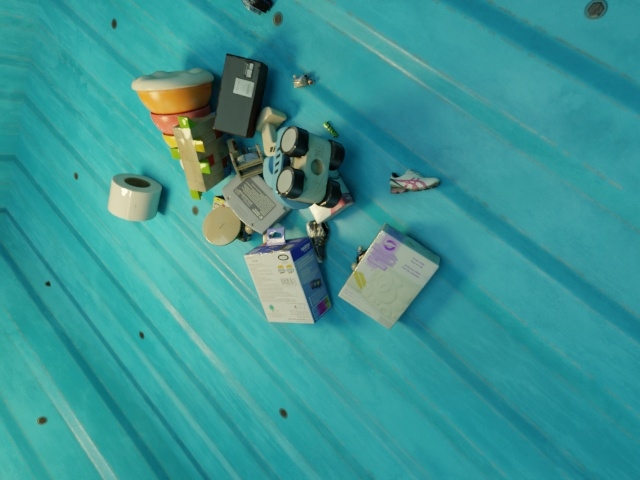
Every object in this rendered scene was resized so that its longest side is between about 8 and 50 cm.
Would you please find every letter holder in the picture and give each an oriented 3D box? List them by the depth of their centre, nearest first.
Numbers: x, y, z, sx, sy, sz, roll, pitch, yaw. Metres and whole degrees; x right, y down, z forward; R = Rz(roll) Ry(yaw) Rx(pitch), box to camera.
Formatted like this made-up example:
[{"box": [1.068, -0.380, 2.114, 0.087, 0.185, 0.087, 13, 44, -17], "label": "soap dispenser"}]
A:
[{"box": [-0.322, -0.600, 1.800, 0.152, 0.214, 0.301, 16, 105, 3], "label": "letter holder"}]

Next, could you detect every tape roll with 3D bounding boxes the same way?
[{"box": [-0.982, -0.232, 2.251, 0.246, 0.246, 0.169, 31, 115, 24], "label": "tape roll"}]

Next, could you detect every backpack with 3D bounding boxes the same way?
[{"box": [-0.268, -0.977, 1.712, 0.084, 0.105, 0.114, -38, 76, 32], "label": "backpack"}]

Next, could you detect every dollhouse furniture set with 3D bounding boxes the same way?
[{"box": [-0.326, -0.385, 1.847, 0.130, 0.129, 0.183, -19, 62, -4], "label": "dollhouse furniture set"}]

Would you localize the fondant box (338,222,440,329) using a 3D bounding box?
[{"box": [0.250, 0.135, 1.580, 0.238, 0.096, 0.330, 33, 116, 6], "label": "fondant box"}]

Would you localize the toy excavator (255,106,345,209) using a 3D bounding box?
[{"box": [-0.132, -0.330, 1.625, 0.446, 0.223, 0.431, 1, 83, 50], "label": "toy excavator"}]

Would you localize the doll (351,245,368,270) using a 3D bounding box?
[{"box": [0.196, 0.074, 1.665, 0.189, 0.046, 0.128, -31, 81, 33], "label": "doll"}]

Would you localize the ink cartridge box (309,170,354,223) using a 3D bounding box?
[{"box": [0.012, -0.201, 1.700, 0.159, 0.092, 0.217, -33, 82, 33], "label": "ink cartridge box"}]

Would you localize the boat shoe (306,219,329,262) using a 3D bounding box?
[{"box": [0.000, 0.000, 1.765, 0.083, 0.065, 0.183, -16, 90, 36], "label": "boat shoe"}]

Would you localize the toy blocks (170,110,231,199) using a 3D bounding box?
[{"box": [-0.499, -0.405, 1.896, 0.191, 0.261, 0.380, 11, 127, 23], "label": "toy blocks"}]

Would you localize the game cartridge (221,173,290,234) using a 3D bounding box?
[{"box": [-0.293, -0.172, 1.876, 0.198, 0.062, 0.297, -45, 73, 4], "label": "game cartridge"}]

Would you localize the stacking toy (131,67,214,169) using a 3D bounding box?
[{"box": [-0.633, -0.528, 1.963, 0.351, 0.351, 0.478, 13, 122, 31], "label": "stacking toy"}]

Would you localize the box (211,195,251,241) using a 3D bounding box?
[{"box": [-0.424, -0.106, 2.032, 0.233, 0.044, 0.159, 23, 112, 27], "label": "box"}]

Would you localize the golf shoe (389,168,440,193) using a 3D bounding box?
[{"box": [0.329, -0.213, 1.505, 0.186, 0.068, 0.085, -1, 98, 34], "label": "golf shoe"}]

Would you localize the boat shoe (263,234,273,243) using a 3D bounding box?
[{"box": [-0.208, 0.039, 1.916, 0.059, 0.063, 0.169, -9, 104, 32], "label": "boat shoe"}]

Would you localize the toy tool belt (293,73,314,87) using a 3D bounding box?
[{"box": [-0.070, -0.641, 1.686, 0.084, 0.052, 0.051, -4, 106, 33], "label": "toy tool belt"}]

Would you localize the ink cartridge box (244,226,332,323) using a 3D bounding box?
[{"box": [-0.145, 0.143, 1.787, 0.270, 0.151, 0.394, -6, 111, 37], "label": "ink cartridge box"}]

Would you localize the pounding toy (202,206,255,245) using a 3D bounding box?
[{"box": [-0.412, -0.066, 1.961, 0.237, 0.110, 0.182, -22, 75, 5], "label": "pounding toy"}]

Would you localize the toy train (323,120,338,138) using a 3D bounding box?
[{"box": [0.041, -0.436, 1.677, 0.083, 0.017, 0.023, 52, 132, 13], "label": "toy train"}]
